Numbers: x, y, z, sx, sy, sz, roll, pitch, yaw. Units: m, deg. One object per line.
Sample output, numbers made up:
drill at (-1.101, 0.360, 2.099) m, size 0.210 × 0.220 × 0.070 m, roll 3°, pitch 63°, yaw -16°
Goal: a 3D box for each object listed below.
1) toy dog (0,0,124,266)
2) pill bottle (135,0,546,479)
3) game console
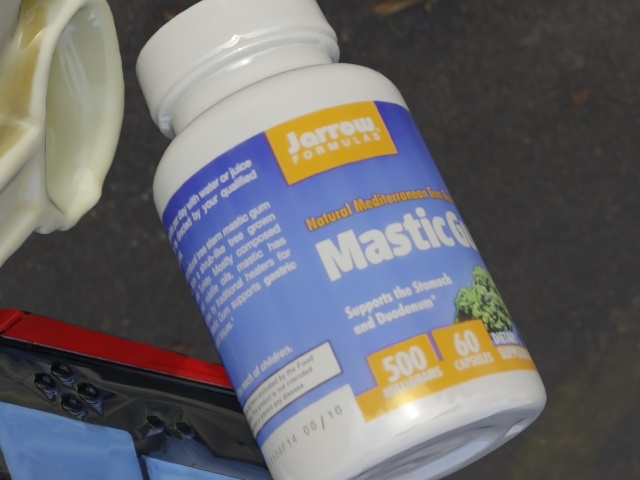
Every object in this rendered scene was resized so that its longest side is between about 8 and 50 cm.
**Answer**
toy dog at (-0.346, -0.119, 0.845) m, size 0.408 × 0.284 × 0.395 m, roll 21°, pitch 146°, yaw 13°
pill bottle at (0.000, 0.000, 0.947) m, size 0.152 × 0.272 × 0.152 m, roll -23°, pitch 163°, yaw -7°
game console at (-0.141, 0.233, 1.526) m, size 0.342 × 0.060 × 0.386 m, roll 14°, pitch 136°, yaw 24°
